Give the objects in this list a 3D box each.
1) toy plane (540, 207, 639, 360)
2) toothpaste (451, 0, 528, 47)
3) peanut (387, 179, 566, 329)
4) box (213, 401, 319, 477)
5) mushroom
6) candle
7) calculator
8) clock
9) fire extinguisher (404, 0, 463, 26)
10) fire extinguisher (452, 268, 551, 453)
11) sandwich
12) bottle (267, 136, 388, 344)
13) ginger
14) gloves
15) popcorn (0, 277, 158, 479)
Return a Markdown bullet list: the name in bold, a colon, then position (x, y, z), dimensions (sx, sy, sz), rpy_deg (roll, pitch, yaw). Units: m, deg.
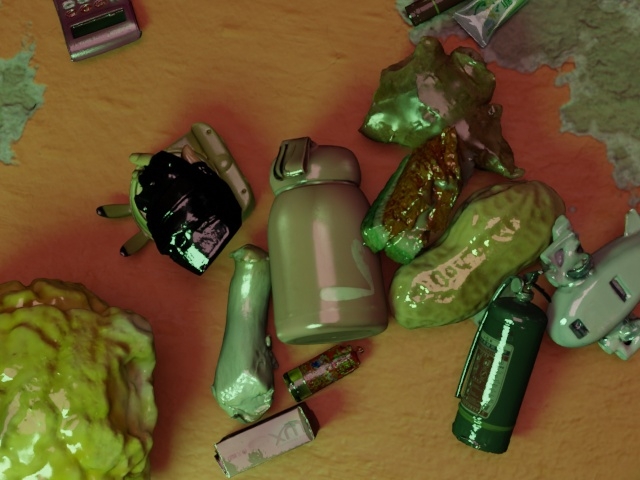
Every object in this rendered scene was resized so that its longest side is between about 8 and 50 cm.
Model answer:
- **toy plane**: position (0.426, 0.062, 1.860), dimensions (0.245, 0.117, 0.244), rpy_deg (-2, 97, -19)
- **toothpaste**: position (0.345, -0.435, 2.003), dimensions (0.297, 0.048, 0.075), rpy_deg (-42, 86, 0)
- **peanut**: position (0.235, 0.021, 1.885), dimensions (0.313, 0.149, 0.149), rpy_deg (-42, 80, 3)
- **box**: position (-0.081, 0.300, 1.877), dimensions (0.156, 0.111, 0.060), rpy_deg (-23, 87, 2)
- **mushroom**: position (-0.113, 0.142, 1.917), dimensions (0.099, 0.096, 0.278), rpy_deg (2, 76, 4)
- **candle**: position (0.009, 0.198, 1.917), dimensions (0.131, 0.052, 0.052), rpy_deg (-28, 79, 0)
- **calculator**: position (-0.377, -0.396, 2.060), dimensions (0.126, 0.034, 0.190), rpy_deg (-19, 74, 2)
- **clock**: position (-0.232, -0.066, 1.972), dimensions (0.232, 0.069, 0.170), rpy_deg (-32, 80, -1)
- **fire extinguisher**: position (0.202, -0.389, 2.002), dimensions (0.132, 0.056, 0.039), rpy_deg (-28, 106, 3)
- **fire extinguisher**: position (0.271, 0.162, 1.827), dimensions (0.093, 0.118, 0.294), rpy_deg (4, 108, -33)
- **sandwich**: position (0.157, -0.060, 1.832), dimensions (0.109, 0.160, 0.185), rpy_deg (41, 51, -13)
- **bottle**: position (0.000, 0.000, 1.874), dimensions (0.173, 0.206, 0.297), rpy_deg (-9, 78, 21)
- **ginger**: position (0.206, -0.188, 1.930), dimensions (0.270, 0.123, 0.219), rpy_deg (29, 104, 3)
- **gloves**: position (-0.217, -0.061, 1.884), dimensions (0.203, 0.124, 0.164), rpy_deg (38, 69, 1)
- **popcorn**: position (-0.415, 0.228, 1.800), dimensions (0.390, 0.354, 0.344), rpy_deg (22, 102, 7)
